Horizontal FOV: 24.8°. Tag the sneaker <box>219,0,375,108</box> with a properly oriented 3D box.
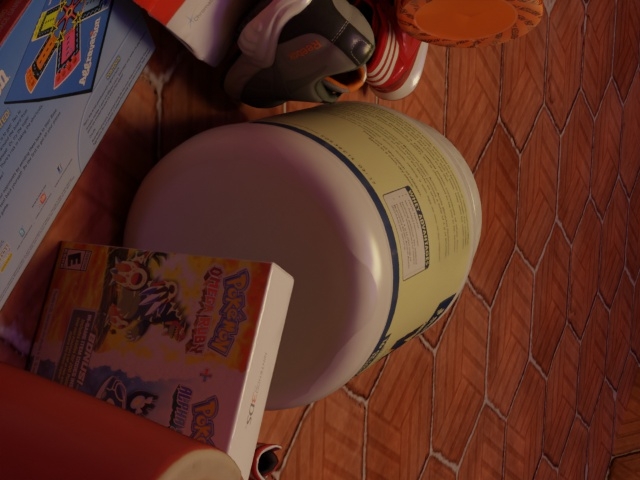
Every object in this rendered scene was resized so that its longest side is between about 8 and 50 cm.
[{"bbox_3d":[-0.017,-0.152,1.249,0.100,0.108,0.271,-53,-178,-8],"label":"sneaker"}]

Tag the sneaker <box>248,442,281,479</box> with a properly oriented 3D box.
[{"bbox_3d":[-0.060,0.216,1.414,0.118,0.067,0.042,26,72,-66],"label":"sneaker"}]

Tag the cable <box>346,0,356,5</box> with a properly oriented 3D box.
[{"bbox_3d":[0.001,-0.312,1.464,0.184,0.047,0.150,65,43,-55],"label":"cable"}]

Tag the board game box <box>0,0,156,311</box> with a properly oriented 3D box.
[{"bbox_3d":[-0.205,-0.099,1.043,0.145,0.027,0.281,73,32,-46],"label":"board game box"}]

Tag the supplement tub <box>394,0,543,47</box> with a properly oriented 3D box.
[{"bbox_3d":[0.154,-0.378,1.538,0.193,0.193,0.316,38,49,-64],"label":"supplement tub"}]

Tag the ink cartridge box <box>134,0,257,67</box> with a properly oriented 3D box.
[{"bbox_3d":[-0.056,-0.230,1.127,0.189,0.066,0.232,-51,-176,3],"label":"ink cartridge box"}]

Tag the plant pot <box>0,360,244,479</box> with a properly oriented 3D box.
[{"bbox_3d":[-0.187,0.204,0.887,0.275,0.243,0.275,7,90,-68],"label":"plant pot"}]

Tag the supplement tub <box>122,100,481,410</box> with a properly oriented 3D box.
[{"bbox_3d":[0.000,0.000,1.283,0.325,0.235,0.235,-23,116,-64],"label":"supplement tub"}]

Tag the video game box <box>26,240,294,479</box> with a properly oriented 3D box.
[{"bbox_3d":[-0.130,0.108,1.067,0.048,0.187,0.205,44,55,-62],"label":"video game box"}]

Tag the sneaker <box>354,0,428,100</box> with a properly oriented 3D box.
[{"bbox_3d":[0.087,-0.277,1.614,0.128,0.087,0.221,32,65,-66],"label":"sneaker"}]
